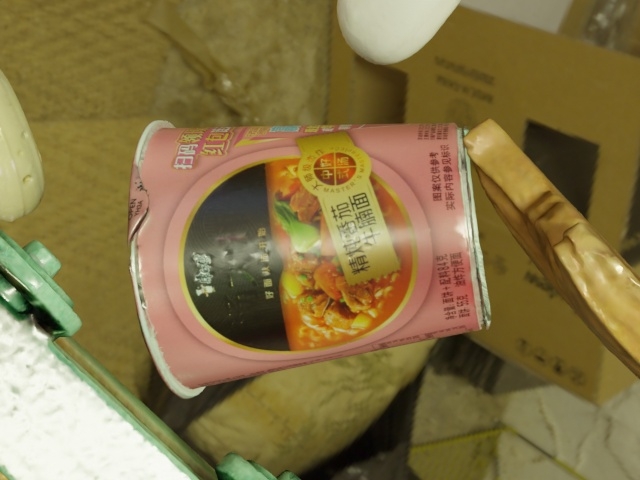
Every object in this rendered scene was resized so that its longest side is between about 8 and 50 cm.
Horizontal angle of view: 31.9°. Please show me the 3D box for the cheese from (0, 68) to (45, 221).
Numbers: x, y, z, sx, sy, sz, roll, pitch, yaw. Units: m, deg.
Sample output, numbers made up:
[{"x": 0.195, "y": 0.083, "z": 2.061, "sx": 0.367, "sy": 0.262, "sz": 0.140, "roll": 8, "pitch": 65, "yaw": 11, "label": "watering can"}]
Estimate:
[{"x": -0.310, "y": -0.130, "z": 0.995, "sx": 0.064, "sy": 0.137, "sz": 0.227, "roll": -25, "pitch": 119, "yaw": -24, "label": "cheese"}]

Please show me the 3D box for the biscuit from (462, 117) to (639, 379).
[{"x": 0.125, "y": 0.020, "z": 0.482, "sx": 0.035, "sy": 0.162, "sz": 0.250, "roll": -39, "pitch": 166, "yaw": 14, "label": "biscuit"}]

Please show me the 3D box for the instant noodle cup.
[{"x": 0.000, "y": 0.000, "z": 0.893, "sx": 0.255, "sy": 0.244, "sz": 0.244, "roll": -7, "pitch": 133, "yaw": 10, "label": "instant noodle cup"}]

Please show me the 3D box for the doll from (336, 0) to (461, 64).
[{"x": 0.153, "y": -0.240, "z": 0.633, "sx": 0.376, "sy": 0.187, "sz": 0.365, "roll": -48, "pitch": 167, "yaw": 9, "label": "doll"}]

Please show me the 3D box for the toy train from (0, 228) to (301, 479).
[{"x": -0.115, "y": 0.102, "z": 0.524, "sx": 0.285, "sy": 0.177, "sz": 0.116, "roll": 44, "pitch": 74, "yaw": -10, "label": "toy train"}]
